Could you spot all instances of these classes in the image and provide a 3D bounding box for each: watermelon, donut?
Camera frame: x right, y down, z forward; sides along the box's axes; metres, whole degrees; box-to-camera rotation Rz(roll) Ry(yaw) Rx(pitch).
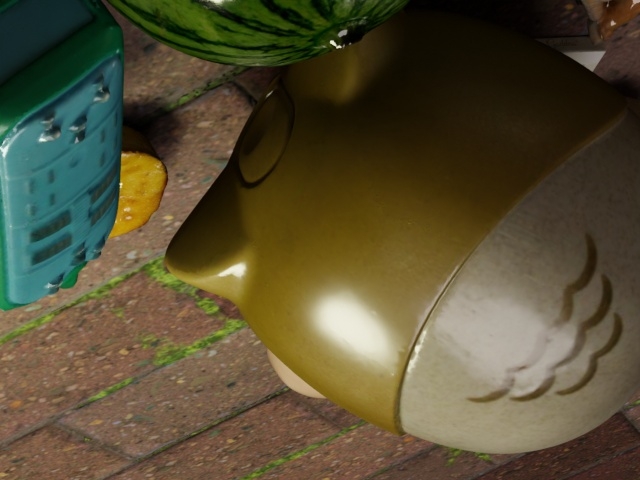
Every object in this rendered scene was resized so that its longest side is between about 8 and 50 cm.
[{"bbox_3d":[-0.023,-0.227,1.114,0.330,0.189,0.331,-11,178,0],"label":"watermelon"},{"bbox_3d":[-0.230,-0.061,1.497,0.151,0.058,0.152,-16,151,-9],"label":"donut"}]

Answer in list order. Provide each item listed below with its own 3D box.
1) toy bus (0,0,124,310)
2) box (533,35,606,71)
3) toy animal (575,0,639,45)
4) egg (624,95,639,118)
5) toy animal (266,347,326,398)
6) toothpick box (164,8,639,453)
[{"bbox_3d":[-0.271,-0.091,1.236,0.183,0.199,0.343,-44,163,-28],"label":"toy bus"},{"bbox_3d":[0.233,-0.156,1.658,0.109,0.029,0.198,-6,148,-25],"label":"box"},{"bbox_3d":[0.311,-0.294,1.390,0.185,0.104,0.184,-23,153,14],"label":"toy animal"},{"bbox_3d":[0.352,-0.111,1.724,0.118,0.116,0.140,-54,147,1],"label":"egg"},{"bbox_3d":[0.051,0.111,1.874,0.250,0.154,0.166,-24,-166,5],"label":"toy animal"},{"bbox_3d":[0.109,-0.021,1.431,0.425,0.409,0.409,27,132,-20],"label":"toothpick box"}]
